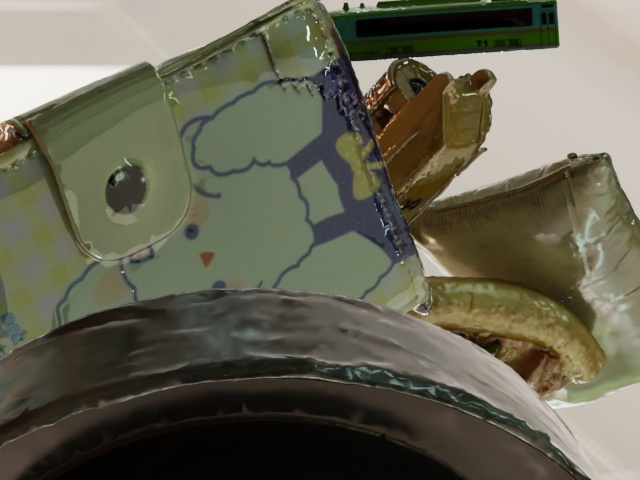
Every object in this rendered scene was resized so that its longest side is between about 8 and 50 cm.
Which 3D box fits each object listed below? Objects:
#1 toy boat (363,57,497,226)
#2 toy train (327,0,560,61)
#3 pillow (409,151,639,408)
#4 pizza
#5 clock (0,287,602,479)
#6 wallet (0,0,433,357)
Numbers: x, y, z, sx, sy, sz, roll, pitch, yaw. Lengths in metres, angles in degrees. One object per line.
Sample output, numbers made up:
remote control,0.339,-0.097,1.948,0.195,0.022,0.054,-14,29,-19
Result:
toy boat,0.041,-0.053,1.138,0.226,0.068,0.088,-47,-115,38
toy train,0.070,-0.159,1.160,0.044,0.209,0.042,-71,158,-76
pillow,0.205,0.041,1.330,0.185,0.302,0.075,-19,-135,21
pizza,0.101,0.115,1.255,0.197,0.292,0.058,-64,-147,26
clock,-0.030,0.164,0.612,0.067,0.325,0.325,-101,-158,-58
wallet,-0.095,0.017,0.855,0.077,0.309,0.223,22,-44,57
